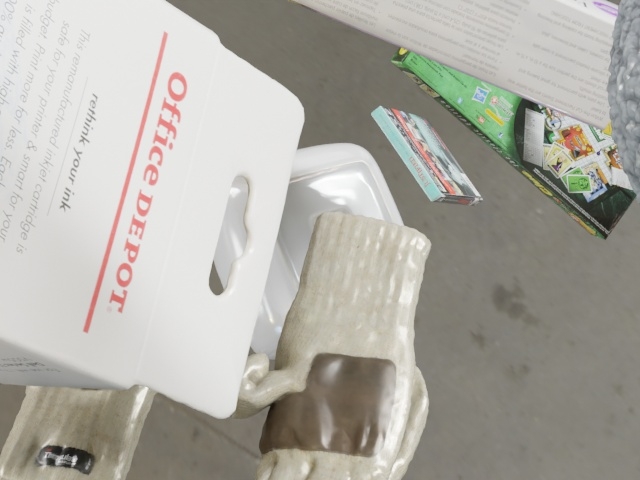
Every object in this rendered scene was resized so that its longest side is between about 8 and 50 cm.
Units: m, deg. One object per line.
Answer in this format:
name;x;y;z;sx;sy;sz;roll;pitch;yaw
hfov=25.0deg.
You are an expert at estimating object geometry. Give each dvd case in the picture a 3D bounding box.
dvd case;0.087;-0.066;1.157;0.013;0.119;0.087;-38;77;18

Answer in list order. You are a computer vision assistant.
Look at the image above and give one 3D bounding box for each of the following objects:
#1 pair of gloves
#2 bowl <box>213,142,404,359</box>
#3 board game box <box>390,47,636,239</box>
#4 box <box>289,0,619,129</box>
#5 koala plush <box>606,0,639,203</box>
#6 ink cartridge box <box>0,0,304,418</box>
pair of gloves;-0.056;0.073;0.849;0.240;0.204;0.042;4;148;3
bowl;0.000;0.000;1.001;0.142;0.053;0.142;-16;82;-29
board game box;0.194;-0.129;1.248;0.260;0.030;0.136;38;87;-23
box;0.033;-0.160;0.852;0.324;0.063;0.067;21;112;-5
koala plush;0.218;-0.117;0.448;0.196;0.221;0.203;22;137;-6
ink cartridge box;-0.179;-0.051;0.717;0.353;0.119;0.207;30;65;-42
